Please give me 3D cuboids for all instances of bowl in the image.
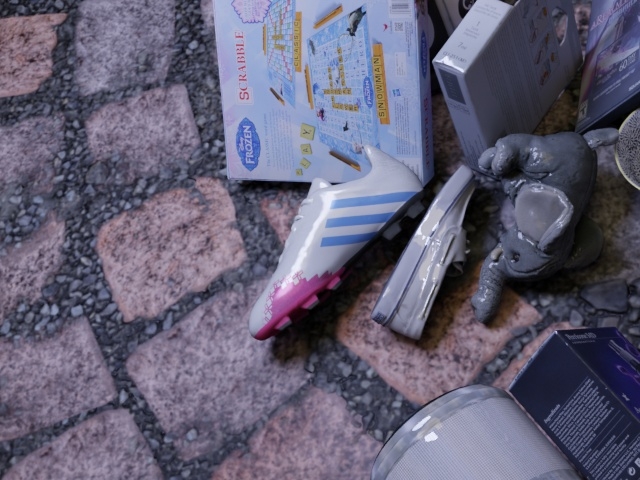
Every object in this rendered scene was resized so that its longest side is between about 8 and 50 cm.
[{"bbox_3d":[0.499,-0.111,1.895,0.170,0.080,0.170,-9,59,15],"label":"bowl"}]

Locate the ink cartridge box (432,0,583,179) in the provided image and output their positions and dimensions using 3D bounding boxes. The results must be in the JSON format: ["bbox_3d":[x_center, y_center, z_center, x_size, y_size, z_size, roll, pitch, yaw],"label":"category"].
[{"bbox_3d":[0.272,-0.253,1.936,0.060,0.275,0.239,27,72,29],"label":"ink cartridge box"}]

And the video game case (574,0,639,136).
[{"bbox_3d":[0.445,-0.301,1.975,0.026,0.196,0.274,20,63,-18],"label":"video game case"}]

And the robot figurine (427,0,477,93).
[{"bbox_3d":[0.117,-0.341,2.097,0.278,0.209,0.174,-23,42,5],"label":"robot figurine"}]

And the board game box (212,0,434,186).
[{"bbox_3d":[0.004,-0.244,2.022,0.318,0.319,0.066,4,20,20],"label":"board game box"}]

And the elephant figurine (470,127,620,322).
[{"bbox_3d":[0.308,-0.019,1.882,0.169,0.186,0.239,4,69,-19],"label":"elephant figurine"}]

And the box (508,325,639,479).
[{"bbox_3d":[0.362,0.213,1.689,0.207,0.153,0.108,49,120,29],"label":"box"}]

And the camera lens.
[{"bbox_3d":[0.208,0.329,1.656,0.219,0.219,0.274,-37,57,-4],"label":"camera lens"}]

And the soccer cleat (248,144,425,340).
[{"bbox_3d":[0.000,0.000,1.959,0.331,0.116,0.143,-42,83,-8],"label":"soccer cleat"}]

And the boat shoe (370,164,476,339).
[{"bbox_3d":[0.167,0.017,1.930,0.088,0.096,0.267,30,65,1],"label":"boat shoe"}]
